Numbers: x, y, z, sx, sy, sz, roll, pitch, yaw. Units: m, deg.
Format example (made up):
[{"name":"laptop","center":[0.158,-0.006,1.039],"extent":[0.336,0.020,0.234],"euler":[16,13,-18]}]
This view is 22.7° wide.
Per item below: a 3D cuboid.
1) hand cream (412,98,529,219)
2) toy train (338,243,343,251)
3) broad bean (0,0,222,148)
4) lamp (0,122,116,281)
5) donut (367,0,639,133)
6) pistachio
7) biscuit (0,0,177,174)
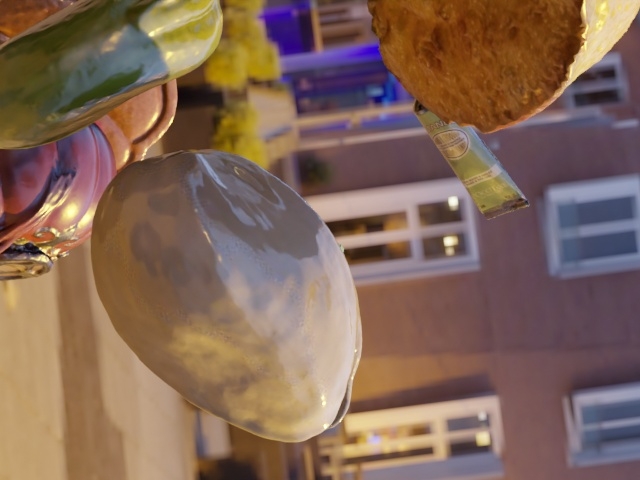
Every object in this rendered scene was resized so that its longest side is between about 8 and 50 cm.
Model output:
[{"name":"hand cream","center":[0.213,-0.130,2.349],"extent":[0.235,0.086,0.055],"euler":[54,48,-17]},{"name":"toy train","center":[0.000,0.000,2.161],"extent":[0.029,0.045,0.092],"euler":[-64,158,-12]},{"name":"broad bean","center":[-0.230,-0.184,1.616],"extent":[0.119,0.291,0.238],"euler":[60,5,-12]},{"name":"lamp","center":[-0.424,-0.082,2.153],"extent":[0.303,0.303,0.257],"euler":[81,5,-75]},{"name":"donut","center":[0.172,-0.313,1.532],"extent":[0.377,0.163,0.435],"euler":[35,-32,46]},{"name":"pistachio","center":[-0.083,0.054,1.572],"extent":[0.332,0.226,0.208],"euler":[48,-1,-6]},{"name":"biscuit","center":[-0.417,-0.203,2.341],"extent":[0.349,0.455,0.078],"euler":[42,15,-22]}]
